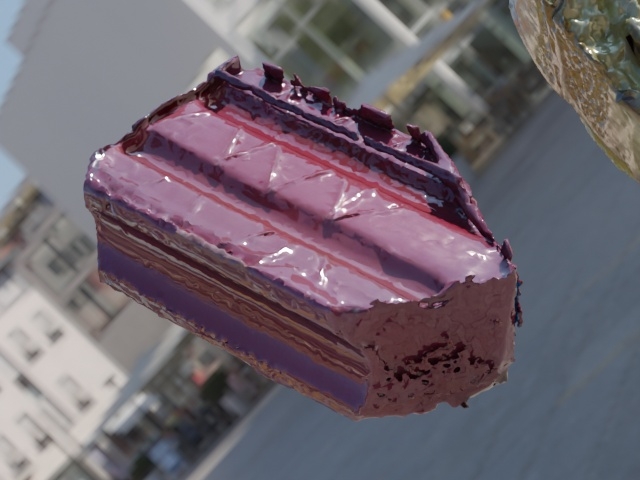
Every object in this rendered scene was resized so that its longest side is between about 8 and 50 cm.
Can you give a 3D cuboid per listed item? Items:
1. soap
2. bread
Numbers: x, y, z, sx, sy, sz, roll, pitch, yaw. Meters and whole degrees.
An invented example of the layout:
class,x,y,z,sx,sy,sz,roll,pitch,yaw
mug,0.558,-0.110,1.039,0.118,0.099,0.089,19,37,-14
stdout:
class,x,y,z,sx,sy,sz,roll,pitch,yaw
soap,0.000,0.000,0.916,0.162,0.250,0.099,-33,-43,-38
bread,0.320,-0.193,1.536,0.211,0.315,0.270,-31,-23,-2
